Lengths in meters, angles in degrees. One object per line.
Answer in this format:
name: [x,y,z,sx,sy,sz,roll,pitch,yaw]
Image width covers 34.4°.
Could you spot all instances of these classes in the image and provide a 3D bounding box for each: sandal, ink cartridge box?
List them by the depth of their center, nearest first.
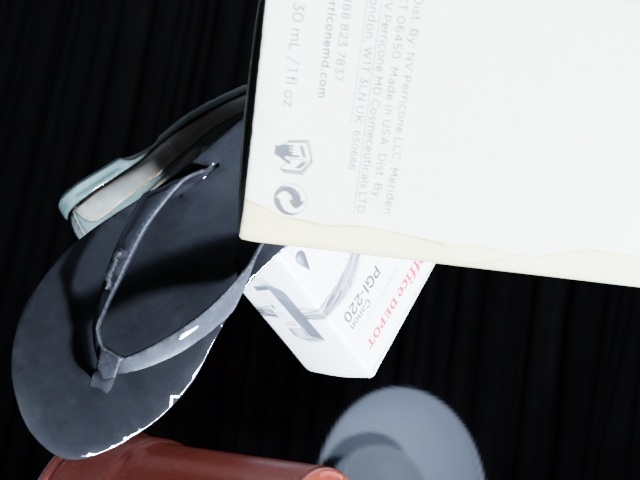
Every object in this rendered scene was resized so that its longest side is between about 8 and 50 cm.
sandal: [-0.069,0.006,0.545,0.097,0.254,0.054,42,176,-4]
ink cartridge box: [0.000,0.000,0.957,0.092,0.158,0.218,2,139,42]

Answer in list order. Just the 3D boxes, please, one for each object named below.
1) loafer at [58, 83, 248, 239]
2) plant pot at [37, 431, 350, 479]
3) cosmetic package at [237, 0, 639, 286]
loafer: [-0.155,-0.075,1.144,0.267,0.084,0.096,-32,170,-3]
plant pot: [-0.109,0.320,1.015,0.265,0.272,0.272,-5,162,29]
cosmetic package: [0.128,-0.053,0.441,0.309,0.113,0.160,8,-163,0]
